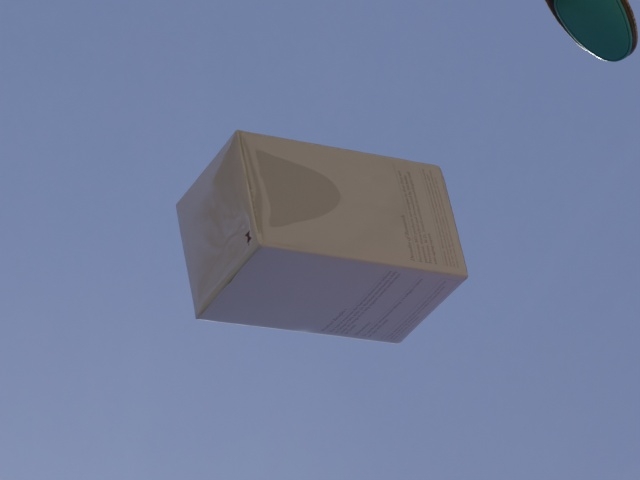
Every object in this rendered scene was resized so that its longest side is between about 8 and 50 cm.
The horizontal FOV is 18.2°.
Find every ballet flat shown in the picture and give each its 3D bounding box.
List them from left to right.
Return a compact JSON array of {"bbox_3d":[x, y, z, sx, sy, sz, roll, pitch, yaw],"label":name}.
[{"bbox_3d":[0.233,-0.258,1.890,0.206,0.073,0.067,48,-152,-23],"label":"ballet flat"}]

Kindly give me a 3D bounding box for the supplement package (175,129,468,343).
[{"bbox_3d":[0.000,0.000,1.473,0.179,0.105,0.105,9,-126,-31],"label":"supplement package"}]
